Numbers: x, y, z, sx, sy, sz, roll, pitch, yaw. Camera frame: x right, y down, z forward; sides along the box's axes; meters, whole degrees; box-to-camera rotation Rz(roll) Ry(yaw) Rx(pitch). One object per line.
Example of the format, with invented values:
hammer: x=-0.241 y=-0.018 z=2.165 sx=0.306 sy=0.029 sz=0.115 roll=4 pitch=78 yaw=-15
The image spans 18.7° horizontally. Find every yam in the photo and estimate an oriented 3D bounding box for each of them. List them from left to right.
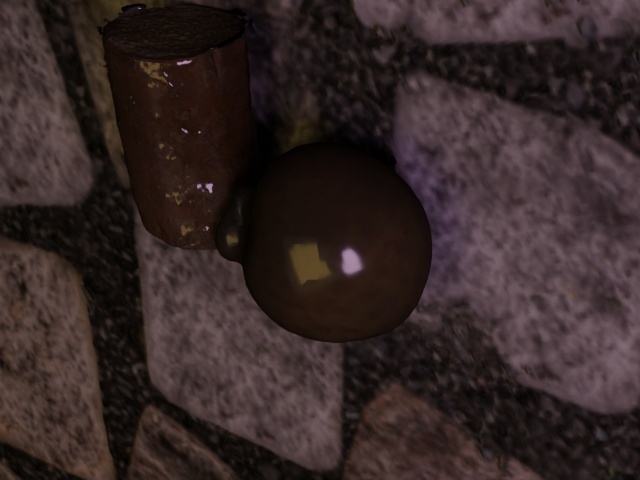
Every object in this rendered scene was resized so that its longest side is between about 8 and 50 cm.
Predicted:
yam: x=-0.072 y=-0.061 z=1.062 sx=0.084 sy=0.084 sz=0.127 roll=14 pitch=123 yaw=34

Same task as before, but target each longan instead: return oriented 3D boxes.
longan: x=0.000 y=0.000 z=1.024 sx=0.119 sy=0.106 sz=0.106 roll=11 pitch=125 yaw=22
